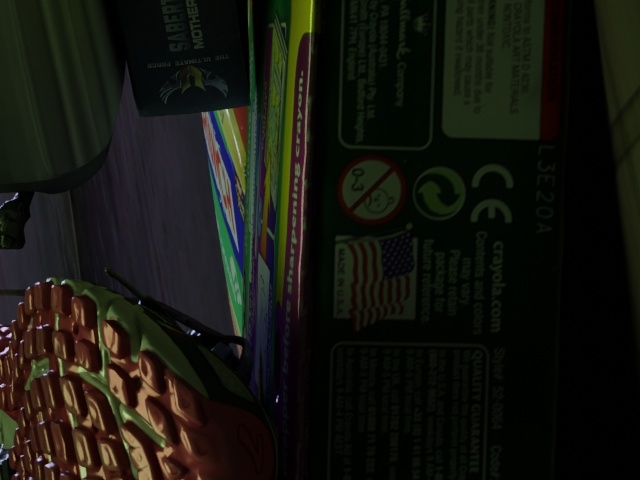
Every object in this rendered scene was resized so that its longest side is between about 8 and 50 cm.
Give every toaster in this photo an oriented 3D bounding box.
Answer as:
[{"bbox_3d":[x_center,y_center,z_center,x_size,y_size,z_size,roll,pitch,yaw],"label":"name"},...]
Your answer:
[{"bbox_3d":[-0.158,-0.120,0.888,0.227,0.129,0.146,-94,-1,-47],"label":"toaster"}]

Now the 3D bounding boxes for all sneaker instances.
[{"bbox_3d":[-0.073,0.069,0.819,0.299,0.112,0.121,-179,84,-72],"label":"sneaker"}]

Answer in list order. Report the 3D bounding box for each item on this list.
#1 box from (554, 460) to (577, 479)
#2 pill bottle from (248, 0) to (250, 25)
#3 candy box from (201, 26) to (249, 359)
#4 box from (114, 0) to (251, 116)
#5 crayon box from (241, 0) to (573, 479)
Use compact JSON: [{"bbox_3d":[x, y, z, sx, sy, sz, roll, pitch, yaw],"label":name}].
[{"bbox_3d":[0.102,0.193,0.918,0.191,0.045,0.184,-134,35,-80],"label":"box"},{"bbox_3d":[-0.016,-0.196,1.148,0.184,0.103,0.103,-107,9,-52],"label":"pill bottle"},{"bbox_3d":[0.000,0.000,1.237,0.268,0.122,0.317,-106,10,-53],"label":"candy box"},{"bbox_3d":[-0.071,-0.201,0.929,0.183,0.059,0.233,82,-176,-47],"label":"box"},{"bbox_3d":[0.025,0.035,0.874,0.313,0.106,0.363,-130,42,-82],"label":"crayon box"}]
